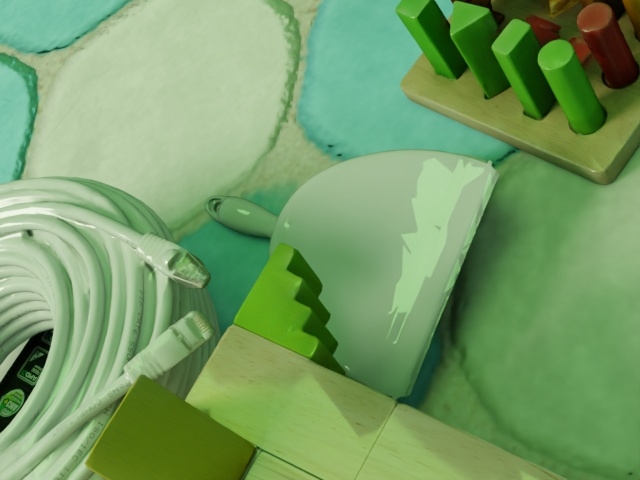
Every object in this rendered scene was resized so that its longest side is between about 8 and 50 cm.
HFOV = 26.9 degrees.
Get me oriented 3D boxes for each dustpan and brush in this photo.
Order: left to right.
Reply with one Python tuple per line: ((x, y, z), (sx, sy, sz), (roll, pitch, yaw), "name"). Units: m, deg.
((0.000, 0.000, 0.802), (0.211, 0.060, 0.147), (20, 85, 31), "dustpan and brush")

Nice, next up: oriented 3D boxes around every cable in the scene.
((-0.181, 0.080, 0.770), (0.257, 0.089, 0.257), (-47, 47, -4), "cable")

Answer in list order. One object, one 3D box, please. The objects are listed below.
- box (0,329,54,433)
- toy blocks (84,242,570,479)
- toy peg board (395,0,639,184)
((-0.139, 0.147, 0.787), (0.191, 0.045, 0.184), (22, 71, 39), "box")
((0.007, 0.223, 0.590), (0.261, 0.191, 0.381), (23, 73, 26), "toy blocks")
((0.139, -0.141, 0.789), (0.161, 0.079, 0.160), (30, 78, 39), "toy peg board")
